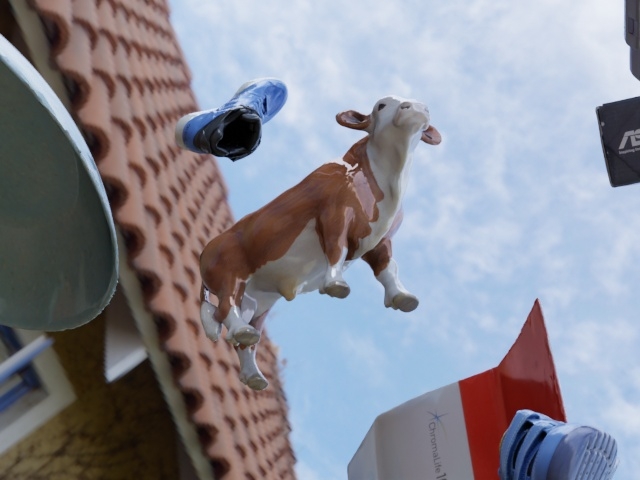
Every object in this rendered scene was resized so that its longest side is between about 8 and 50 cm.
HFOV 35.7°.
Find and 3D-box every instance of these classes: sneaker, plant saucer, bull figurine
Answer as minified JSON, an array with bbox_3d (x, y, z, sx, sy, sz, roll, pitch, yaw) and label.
[{"bbox_3d":[-0.077,-0.133,1.096,0.084,0.152,0.058,22,-50,45],"label":"sneaker"},{"bbox_3d":[0.115,0.115,0.503,0.059,0.053,0.144,27,-9,22],"label":"sneaker"},{"bbox_3d":[-0.157,-0.043,0.403,0.195,0.037,0.195,18,-41,17],"label":"plant saucer"},{"bbox_3d":[0.000,0.000,0.917,0.101,0.188,0.310,31,-51,-32],"label":"bull figurine"}]

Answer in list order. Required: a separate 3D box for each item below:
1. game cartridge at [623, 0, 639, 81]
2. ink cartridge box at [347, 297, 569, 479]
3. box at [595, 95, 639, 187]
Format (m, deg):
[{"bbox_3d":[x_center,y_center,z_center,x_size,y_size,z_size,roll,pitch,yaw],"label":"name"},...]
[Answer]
[{"bbox_3d":[0.536,-0.404,1.378,0.068,0.230,0.355,-95,173,-52],"label":"game cartridge"},{"bbox_3d":[0.108,0.267,0.808,0.385,0.091,0.308,105,-17,-57],"label":"ink cartridge box"},{"bbox_3d":[0.516,-0.134,0.996,0.394,0.318,0.097,-10,-88,33],"label":"box"}]
